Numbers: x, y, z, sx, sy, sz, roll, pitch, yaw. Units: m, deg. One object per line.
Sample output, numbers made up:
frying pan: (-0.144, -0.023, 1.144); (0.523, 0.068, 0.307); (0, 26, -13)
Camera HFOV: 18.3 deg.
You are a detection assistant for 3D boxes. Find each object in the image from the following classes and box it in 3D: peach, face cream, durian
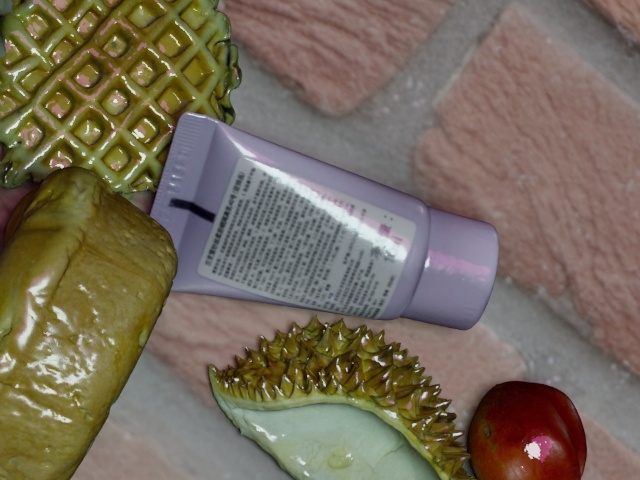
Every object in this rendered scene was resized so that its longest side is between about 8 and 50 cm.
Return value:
peach: (0.164, 0.164, 1.595); (0.100, 0.101, 0.101); (2, 81, -15)
face cream: (0.000, 0.000, 1.572); (0.274, 0.096, 0.154); (14, 116, -12)
durian: (0.037, 0.152, 1.573); (0.252, 0.144, 0.139); (43, 110, -12)

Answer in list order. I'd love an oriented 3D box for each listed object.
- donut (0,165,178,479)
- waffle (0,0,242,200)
donut: (-0.206, 0.078, 1.446); (0.128, 0.208, 0.261); (30, 83, -12)
waffle: (-0.166, -0.133, 1.569); (0.214, 0.054, 0.208); (0, 83, -16)
